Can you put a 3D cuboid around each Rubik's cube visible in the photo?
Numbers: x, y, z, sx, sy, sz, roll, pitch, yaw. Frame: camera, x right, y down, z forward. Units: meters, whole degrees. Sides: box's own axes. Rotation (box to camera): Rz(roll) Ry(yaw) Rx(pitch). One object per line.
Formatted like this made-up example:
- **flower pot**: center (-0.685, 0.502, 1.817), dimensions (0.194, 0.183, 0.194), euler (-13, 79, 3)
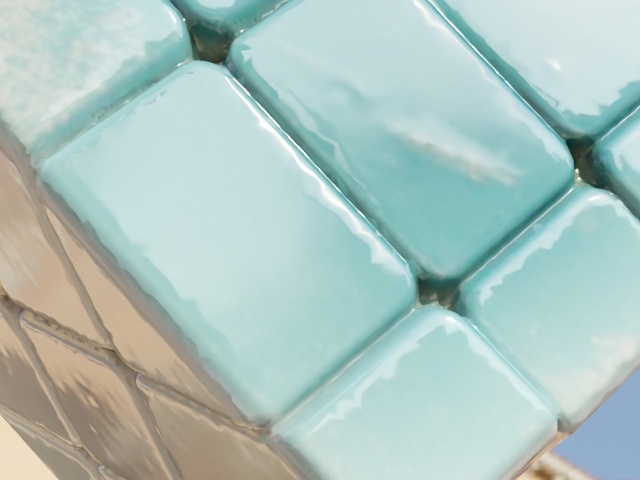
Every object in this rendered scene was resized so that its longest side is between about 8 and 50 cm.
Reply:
- **Rubik's cube**: center (0.000, 0.000, 0.845), dimensions (0.322, 0.316, 0.319), euler (48, -27, 10)
